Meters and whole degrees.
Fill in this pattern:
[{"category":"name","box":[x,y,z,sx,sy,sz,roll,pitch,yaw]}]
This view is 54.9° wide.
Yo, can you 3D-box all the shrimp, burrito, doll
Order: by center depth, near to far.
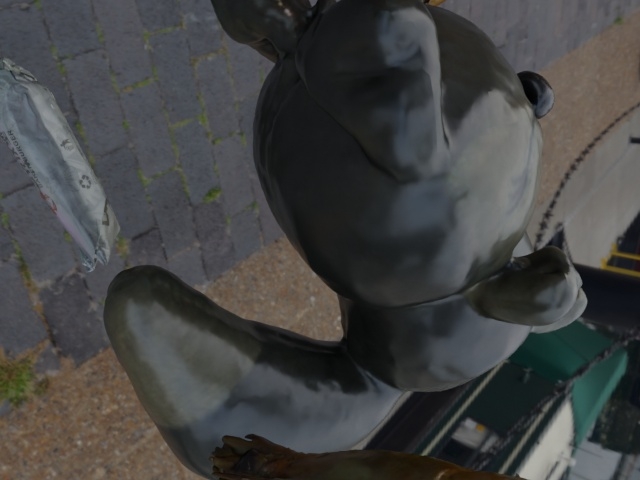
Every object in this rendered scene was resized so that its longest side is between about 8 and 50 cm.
[{"category":"shrimp","box":[0.048,0.145,0.351,0.133,0.235,0.053,40,52,-68]},{"category":"doll","box":[0.014,0.015,0.443,0.378,0.252,0.382,-45,126,-13]},{"category":"burrito","box":[-0.243,-0.067,0.566,0.064,0.064,0.203,-42,120,-35]}]

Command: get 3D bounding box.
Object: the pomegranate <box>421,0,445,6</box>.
[{"category":"pomegranate","box":[0.120,-0.415,0.876,0.215,0.215,0.216,-20,117,-47]}]
